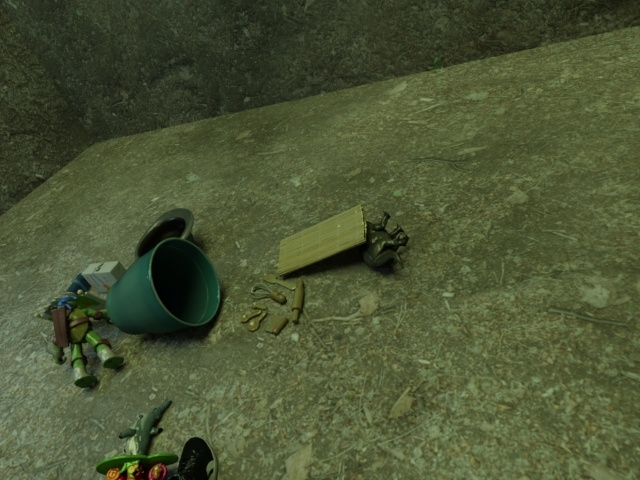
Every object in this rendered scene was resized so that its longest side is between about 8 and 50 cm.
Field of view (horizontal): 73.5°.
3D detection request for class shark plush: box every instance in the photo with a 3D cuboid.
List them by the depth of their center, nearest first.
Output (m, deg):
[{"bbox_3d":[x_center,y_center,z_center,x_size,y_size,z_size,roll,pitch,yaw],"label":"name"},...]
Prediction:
[{"bbox_3d":[-0.421,0.467,1.056,0.067,0.073,0.161,14,24,13],"label":"shark plush"}]

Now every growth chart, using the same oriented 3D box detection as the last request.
[{"bbox_3d":[-0.815,0.226,1.413,0.237,0.172,0.021,-24,58,17],"label":"growth chart"}]

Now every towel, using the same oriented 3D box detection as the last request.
[{"bbox_3d":[-0.926,0.182,1.642,0.029,0.067,0.120,-13,36,14],"label":"towel"}]

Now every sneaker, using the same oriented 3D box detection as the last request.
[{"bbox_3d":[-0.269,0.479,0.876,0.079,0.121,0.217,-23,36,-3],"label":"sneaker"}]

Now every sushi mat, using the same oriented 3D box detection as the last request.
[{"bbox_3d":[0.000,0.000,1.334,0.316,0.019,0.152,-23,43,23],"label":"sushi mat"}]

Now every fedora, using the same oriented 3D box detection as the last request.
[{"bbox_3d":[-0.563,0.019,1.619,0.243,0.124,0.276,-5,47,25],"label":"fedora"}]

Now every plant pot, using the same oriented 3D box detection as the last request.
[{"bbox_3d":[-0.491,0.164,1.303,0.255,0.272,0.272,-24,33,24],"label":"plant pot"}]

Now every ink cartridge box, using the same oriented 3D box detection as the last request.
[{"bbox_3d":[-0.810,0.140,1.607,0.181,0.104,0.062,-6,38,22],"label":"ink cartridge box"}]

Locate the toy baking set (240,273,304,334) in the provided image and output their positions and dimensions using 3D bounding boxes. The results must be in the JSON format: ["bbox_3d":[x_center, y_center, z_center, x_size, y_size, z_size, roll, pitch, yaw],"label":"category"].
[{"bbox_3d":[-0.139,0.175,1.281,0.196,0.030,0.256,-8,38,18],"label":"toy baking set"}]

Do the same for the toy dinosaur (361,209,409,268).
[{"bbox_3d":[0.178,0.015,1.280,0.160,0.121,0.314,-41,43,13],"label":"toy dinosaur"}]

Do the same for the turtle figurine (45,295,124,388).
[{"bbox_3d":[-0.715,0.319,1.330,0.197,0.275,0.266,-13,50,-42],"label":"turtle figurine"}]

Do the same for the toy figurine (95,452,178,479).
[{"bbox_3d":[-0.384,0.542,0.881,0.173,0.130,0.159,-10,48,-2],"label":"toy figurine"}]
